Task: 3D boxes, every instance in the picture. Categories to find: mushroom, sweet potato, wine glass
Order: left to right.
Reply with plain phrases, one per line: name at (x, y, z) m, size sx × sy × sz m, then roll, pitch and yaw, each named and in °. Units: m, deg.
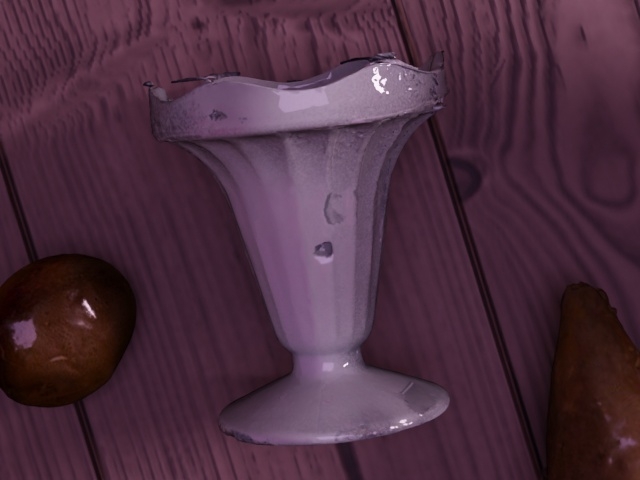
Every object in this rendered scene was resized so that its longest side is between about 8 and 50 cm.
mushroom at (-0.171, 0.055, 0.757) m, size 0.129 × 0.073 × 0.088 m, roll -4°, pitch 125°, yaw 4°
wine glass at (0.000, 0.000, 0.714) m, size 0.165 × 0.165 × 0.196 m, roll -9°, pitch 96°, yaw 1°
sweet potato at (0.201, 0.183, 0.732) m, size 0.131 × 0.131 × 0.336 m, roll -15°, pitch 93°, yaw 1°
